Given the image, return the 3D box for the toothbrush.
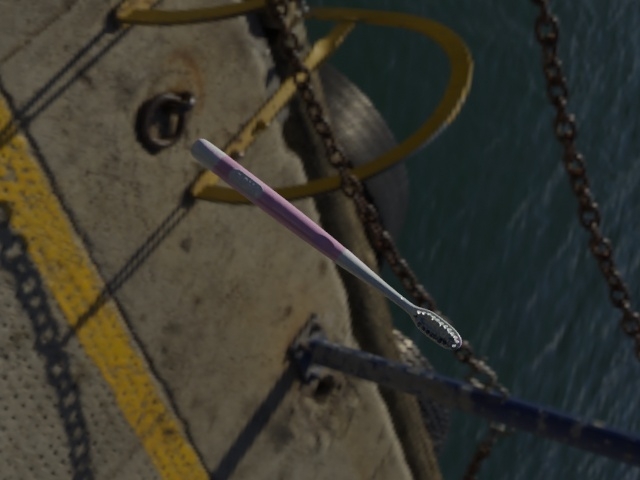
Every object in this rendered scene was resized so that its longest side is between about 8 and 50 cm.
[{"bbox_3d":[0.000,0.000,0.898,0.020,0.286,0.025,-53,164,2],"label":"toothbrush"}]
